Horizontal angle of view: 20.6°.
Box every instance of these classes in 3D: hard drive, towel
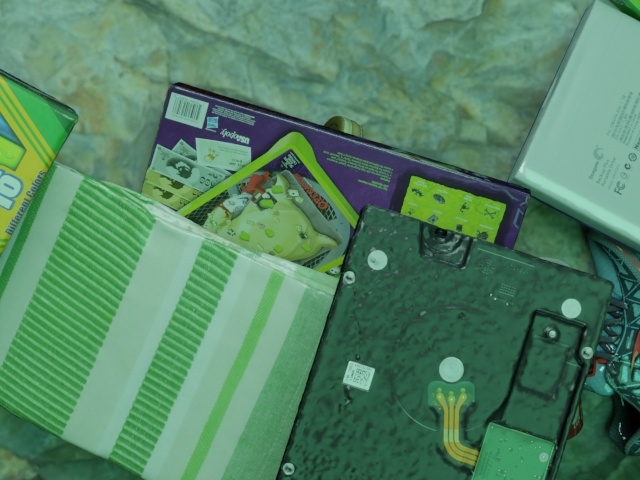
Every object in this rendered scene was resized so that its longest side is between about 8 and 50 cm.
[{"bbox_3d":[0.368,-0.075,1.743,0.319,0.040,0.210,27,73,-5],"label":"hard drive"},{"bbox_3d":[0.097,0.162,1.556,0.237,0.064,0.338,17,87,-1],"label":"hard drive"},{"bbox_3d":[-0.155,0.090,1.626,0.325,0.038,0.247,25,98,1],"label":"towel"}]

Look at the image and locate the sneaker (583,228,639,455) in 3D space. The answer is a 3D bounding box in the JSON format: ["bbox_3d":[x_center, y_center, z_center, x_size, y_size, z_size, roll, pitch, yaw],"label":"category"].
[{"bbox_3d":[0.311,0.107,1.790,0.125,0.104,0.261,-24,105,-9],"label":"sneaker"}]

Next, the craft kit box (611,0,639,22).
[{"bbox_3d":[0.312,-0.383,1.735,0.250,0.061,0.246,39,90,-18],"label":"craft kit box"}]

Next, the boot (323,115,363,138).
[{"bbox_3d":[0.061,-0.009,1.714,0.165,0.077,0.213,6,99,-18],"label":"boot"}]

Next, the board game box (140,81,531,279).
[{"bbox_3d":[0.000,0.000,1.636,0.347,0.056,0.208,18,99,4],"label":"board game box"}]

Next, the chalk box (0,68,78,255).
[{"bbox_3d":[-0.385,-0.107,1.518,0.289,0.180,0.179,28,90,-17],"label":"chalk box"}]

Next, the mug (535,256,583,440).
[{"bbox_3d":[0.190,0.119,1.754,0.150,0.113,0.169,-19,108,-23],"label":"mug"}]
